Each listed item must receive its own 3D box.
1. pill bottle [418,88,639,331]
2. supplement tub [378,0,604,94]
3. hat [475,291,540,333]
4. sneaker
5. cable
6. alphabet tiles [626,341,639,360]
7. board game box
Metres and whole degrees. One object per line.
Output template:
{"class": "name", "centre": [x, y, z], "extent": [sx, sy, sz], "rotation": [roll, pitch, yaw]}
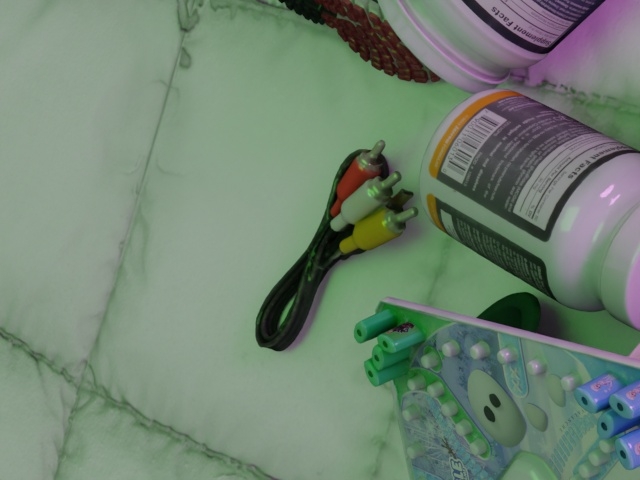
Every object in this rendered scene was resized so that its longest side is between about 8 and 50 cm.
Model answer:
{"class": "pill bottle", "centre": [0.237, -0.028, 1.677], "extent": [0.278, 0.162, 0.162], "rotation": [33, 104, 43]}
{"class": "supplement tub", "centre": [0.205, -0.294, 1.742], "extent": [0.272, 0.191, 0.191], "rotation": [-43, 57, 28]}
{"class": "hat", "centre": [0.215, 0.186, 1.759], "extent": [0.173, 0.183, 0.208], "rotation": [-30, 25, 56]}
{"class": "sneaker", "centre": [0.050, -0.282, 1.936], "extent": [0.112, 0.121, 0.299], "rotation": [-44, 59, -10]}
{"class": "cable", "centre": [0.000, 0.000, 1.951], "extent": [0.287, 0.072, 0.139], "rotation": [-42, 52, 29]}
{"class": "alphabet tiles", "centre": [0.407, 0.078, 1.471], "extent": [0.278, 0.284, 0.021], "rotation": [9, 130, 43]}
{"class": "board game box", "centre": [0.189, 0.266, 1.580], "extent": [0.390, 0.050, 0.390], "rotation": [12, 119, 54]}
